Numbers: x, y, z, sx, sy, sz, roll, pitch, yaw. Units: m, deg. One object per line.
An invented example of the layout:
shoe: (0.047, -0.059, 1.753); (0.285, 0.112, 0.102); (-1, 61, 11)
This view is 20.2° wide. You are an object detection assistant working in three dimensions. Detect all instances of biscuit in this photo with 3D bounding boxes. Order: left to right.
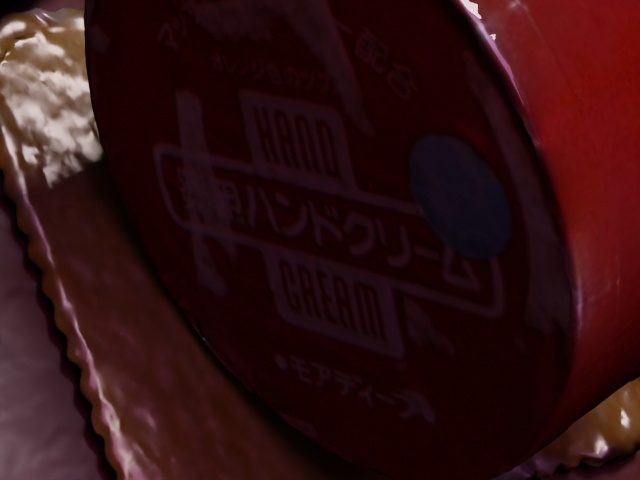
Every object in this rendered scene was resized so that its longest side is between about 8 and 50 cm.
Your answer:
biscuit: (0.000, 0.000, 0.697); (0.232, 0.013, 0.237); (-13, 72, -29)

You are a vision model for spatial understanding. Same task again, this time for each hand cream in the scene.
hand cream: (0.044, -0.046, 0.600); (0.149, 0.230, 0.230); (-35, 83, -34)

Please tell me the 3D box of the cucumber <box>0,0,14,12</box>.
cucumber: (-0.132, -0.106, 0.670); (0.053, 0.053, 0.181); (48, 55, 3)
